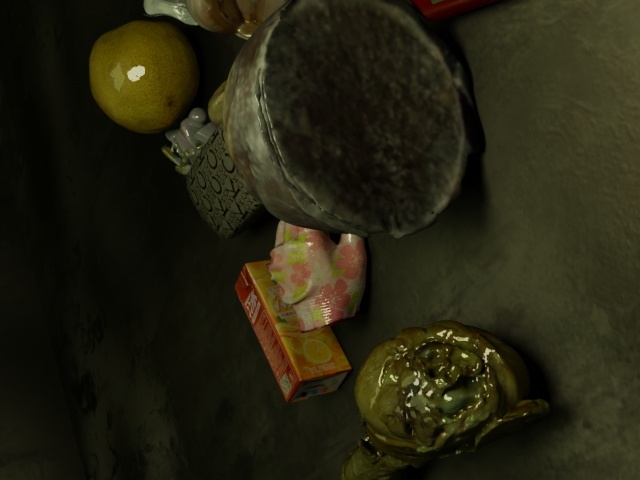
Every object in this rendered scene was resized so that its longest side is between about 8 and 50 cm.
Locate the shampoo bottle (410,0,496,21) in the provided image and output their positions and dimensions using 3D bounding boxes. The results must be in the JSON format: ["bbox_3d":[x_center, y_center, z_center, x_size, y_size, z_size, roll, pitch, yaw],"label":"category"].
[{"bbox_3d":[0.200,-0.316,1.002,0.314,0.076,0.118,-2,103,59],"label":"shampoo bottle"}]

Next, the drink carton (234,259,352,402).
[{"bbox_3d":[-0.046,0.134,1.496,0.222,0.096,0.071,63,145,29],"label":"drink carton"}]

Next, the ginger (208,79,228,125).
[{"bbox_3d":[-0.107,-0.244,1.552,0.288,0.075,0.089,-34,68,53],"label":"ginger"}]

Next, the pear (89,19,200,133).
[{"bbox_3d":[-0.318,-0.294,1.758,0.209,0.209,0.208,19,113,57],"label":"pear"}]

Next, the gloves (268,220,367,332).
[{"bbox_3d":[-0.010,0.003,1.393,0.145,0.126,0.241,-23,83,61],"label":"gloves"}]

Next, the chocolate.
[{"bbox_3d":[0.006,-0.131,1.137,0.213,0.303,0.303,-14,85,56],"label":"chocolate"}]

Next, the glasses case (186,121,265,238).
[{"bbox_3d":[-0.133,-0.099,1.529,0.137,0.085,0.355,56,154,2],"label":"glasses case"}]

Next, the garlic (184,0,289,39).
[{"bbox_3d":[-0.070,-0.359,1.369,0.257,0.207,0.207,16,110,59],"label":"garlic"}]

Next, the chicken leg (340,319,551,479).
[{"bbox_3d":[0.118,0.236,1.206,0.429,0.201,0.152,116,165,-51],"label":"chicken leg"}]

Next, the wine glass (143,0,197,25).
[{"bbox_3d":[-0.197,-0.453,1.571,0.165,0.165,0.196,38,122,50],"label":"wine glass"}]

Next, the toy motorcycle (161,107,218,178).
[{"bbox_3d":[-0.210,-0.166,1.714,0.225,0.073,0.152,16,130,50],"label":"toy motorcycle"}]
